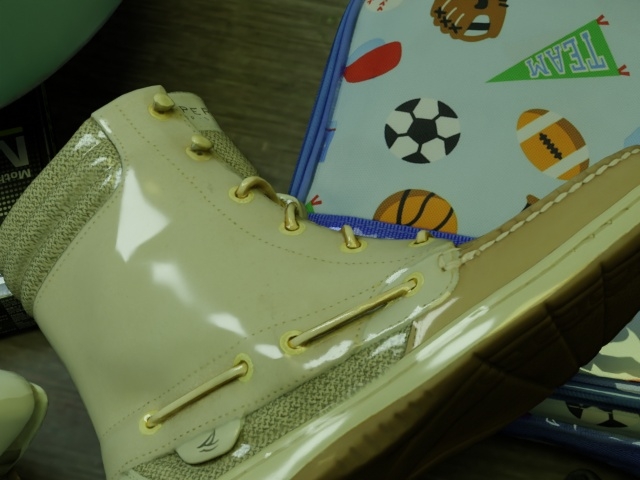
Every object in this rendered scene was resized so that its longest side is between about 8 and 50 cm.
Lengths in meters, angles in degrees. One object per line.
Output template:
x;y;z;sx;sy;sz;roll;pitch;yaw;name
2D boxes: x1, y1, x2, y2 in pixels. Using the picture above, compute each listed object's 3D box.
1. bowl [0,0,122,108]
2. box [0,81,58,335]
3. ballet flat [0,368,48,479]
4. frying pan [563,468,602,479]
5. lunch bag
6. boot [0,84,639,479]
-0.247;-0.209;0.611;0.312;0.163;0.311;-4;59;7;bowl
-0.235;-0.021;0.683;0.191;0.045;0.184;-15;58;-3;box
-0.141;0.134;0.524;0.124;0.116;0.342;-49;65;23;ballet flat
0.122;0.178;0.430;0.197;0.053;0.326;-21;30;39;frying pan
0.139;-0.007;0.615;0.304;0.115;0.243;11;63;11;lunch bag
0.000;0.000;0.520;0.262;0.095;0.203;-37;60;5;boot
